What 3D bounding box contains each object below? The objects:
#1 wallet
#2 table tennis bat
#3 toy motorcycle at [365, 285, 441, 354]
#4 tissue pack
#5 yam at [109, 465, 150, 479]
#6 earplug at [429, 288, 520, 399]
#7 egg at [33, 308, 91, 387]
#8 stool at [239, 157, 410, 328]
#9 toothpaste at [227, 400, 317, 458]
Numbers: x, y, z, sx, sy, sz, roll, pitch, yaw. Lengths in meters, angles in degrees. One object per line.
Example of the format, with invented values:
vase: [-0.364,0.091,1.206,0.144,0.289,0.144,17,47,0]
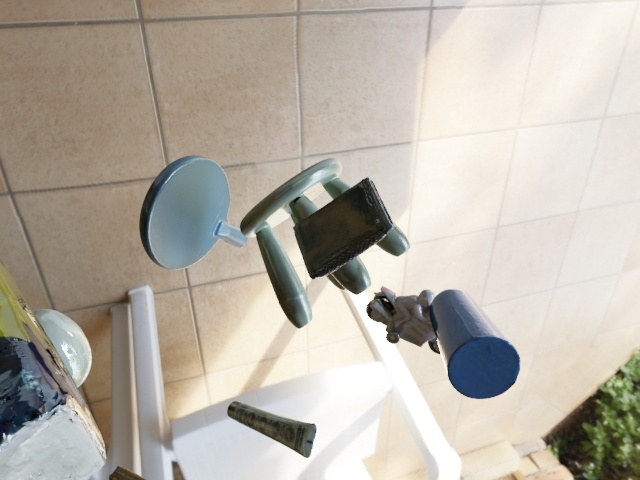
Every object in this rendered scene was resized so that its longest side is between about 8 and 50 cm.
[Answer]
wallet: [0.029,-0.013,0.622,0.129,0.088,0.026,-33,148,21]
table tennis bat: [-0.226,-0.039,0.921,0.215,0.044,0.329,-68,160,-5]
toy motorcycle: [0.257,0.199,1.290,0.260,0.110,0.171,27,117,8]
tissue pack: [-0.498,0.176,0.630,0.253,0.416,0.264,-32,152,-28]
yam: [-0.379,0.613,1.160,0.045,0.326,0.045,-19,113,-63]
earplug: [0.295,0.187,0.991,0.132,0.273,0.133,0,109,0]
egg: [-0.611,0.255,1.099,0.151,0.151,0.209,-13,107,-14]
stool: [0.000,0.000,0.781,0.195,0.195,0.199,-34,91,40]
toothpaste: [-0.101,0.364,0.953,0.039,0.239,0.062,28,70,-44]
